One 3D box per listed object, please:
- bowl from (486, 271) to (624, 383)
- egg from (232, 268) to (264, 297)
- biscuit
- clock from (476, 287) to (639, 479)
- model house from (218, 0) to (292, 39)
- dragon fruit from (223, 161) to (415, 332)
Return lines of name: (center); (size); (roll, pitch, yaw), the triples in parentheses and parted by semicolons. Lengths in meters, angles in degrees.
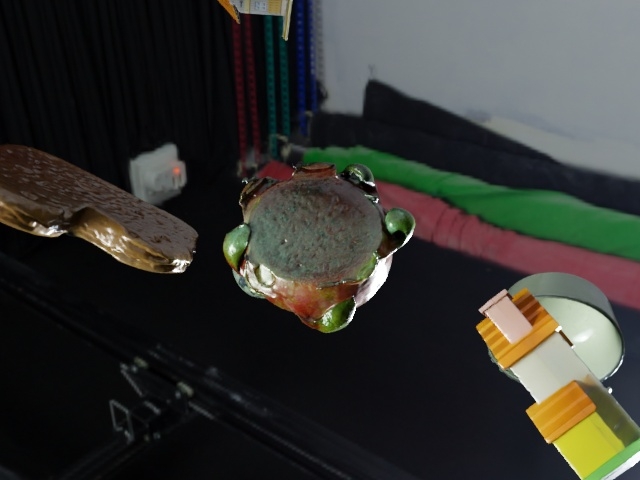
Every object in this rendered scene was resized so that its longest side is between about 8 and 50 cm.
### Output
bowl: (0.376, 0.131, 1.245); (0.212, 0.211, 0.112); (9, -140, 17)
egg: (-0.093, 0.027, 1.476); (0.132, 0.132, 0.172); (22, -100, 36)
biscuit: (-0.274, -0.024, 0.915); (0.277, 0.052, 0.262); (28, -171, -17)
clock: (0.309, 0.189, 1.015); (0.106, 0.220, 0.255); (-40, -118, 8)
model house: (-0.103, -0.400, 1.069); (0.136, 0.219, 0.207); (3, -113, -5)
dragon fruit: (0.000, 0.000, 1.210); (0.296, 0.130, 0.268); (2, -121, 13)
